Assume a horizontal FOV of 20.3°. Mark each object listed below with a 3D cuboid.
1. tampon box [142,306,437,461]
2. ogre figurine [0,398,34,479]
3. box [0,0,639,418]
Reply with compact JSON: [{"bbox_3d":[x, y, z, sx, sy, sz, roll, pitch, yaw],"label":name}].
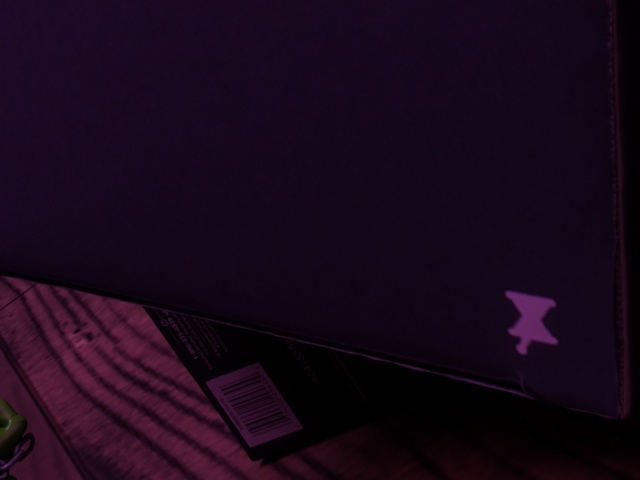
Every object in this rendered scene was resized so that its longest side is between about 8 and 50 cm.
[{"bbox_3d":[0.000,0.000,0.842,0.101,0.120,0.161,-24,19,28],"label":"tampon box"},{"bbox_3d":[-0.224,0.160,0.868,0.197,0.097,0.118,-19,16,32],"label":"ogre figurine"},{"bbox_3d":[0.060,-0.142,0.711,0.293,0.212,0.395,11,33,29],"label":"box"}]
